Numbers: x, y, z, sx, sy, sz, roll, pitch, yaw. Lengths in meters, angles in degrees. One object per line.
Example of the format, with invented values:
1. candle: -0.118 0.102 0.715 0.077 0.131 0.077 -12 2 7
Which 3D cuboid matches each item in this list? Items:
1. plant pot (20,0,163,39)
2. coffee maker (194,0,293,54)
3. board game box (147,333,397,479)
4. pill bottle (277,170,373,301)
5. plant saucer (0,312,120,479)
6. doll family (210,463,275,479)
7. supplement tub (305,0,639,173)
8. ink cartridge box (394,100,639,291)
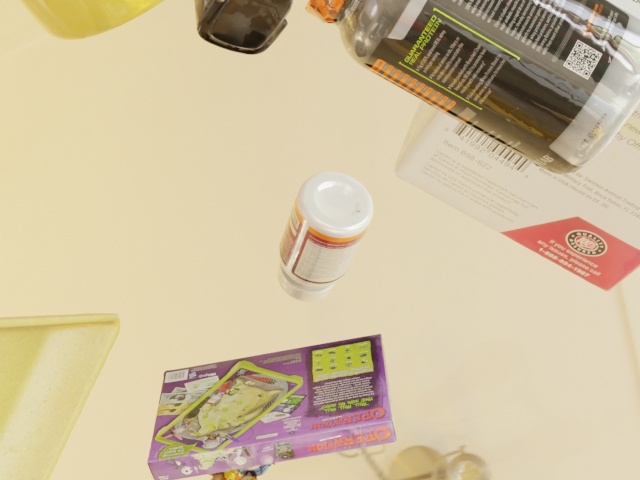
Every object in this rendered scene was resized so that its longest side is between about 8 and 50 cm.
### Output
1. plant pot: -0.236 -0.365 0.939 0.254 0.239 0.254 -21 -142 18
2. coffee maker: -0.108 -0.327 1.241 0.171 0.120 0.178 109 -25 -56
3. board game box: -0.069 0.241 1.423 0.346 0.208 0.056 -10 -64 5
4. pill bottle: 0.000 0.000 1.558 0.121 0.121 0.221 58 -29 24
5. plant saucer: -0.377 0.207 0.981 0.081 0.332 0.333 28 -84 17
6. doll family: -0.130 0.363 1.678 0.263 0.118 0.163 -17 -134 46
7. supplement tub: 0.095 -0.131 0.577 0.190 0.117 0.117 29 -79 -7
8. ink cartridge box: 0.289 -0.157 0.946 0.279 0.160 0.385 30 -38 -6
